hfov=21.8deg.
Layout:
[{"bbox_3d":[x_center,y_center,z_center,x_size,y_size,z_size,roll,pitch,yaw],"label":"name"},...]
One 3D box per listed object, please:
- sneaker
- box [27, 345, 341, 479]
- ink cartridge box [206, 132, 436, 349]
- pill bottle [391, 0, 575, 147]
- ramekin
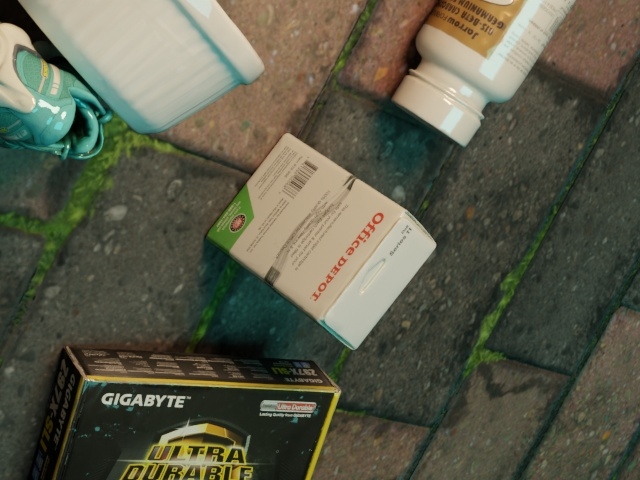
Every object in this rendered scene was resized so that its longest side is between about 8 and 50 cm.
[{"bbox_3d":[-0.235,-0.106,1.433,0.107,0.110,0.275,-55,177,3],"label":"sneaker"},{"bbox_3d":[-0.163,0.255,1.883,0.322,0.079,0.257,7,114,-31],"label":"box"},{"bbox_3d":[0.000,0.000,1.809,0.153,0.208,0.087,-51,139,-3],"label":"ink cartridge box"},{"bbox_3d":[0.183,-0.228,1.885,0.131,0.131,0.229,29,95,-49],"label":"pill bottle"},{"bbox_3d":[-0.180,-0.213,1.469,0.127,0.273,0.273,-40,138,1],"label":"ramekin"}]
